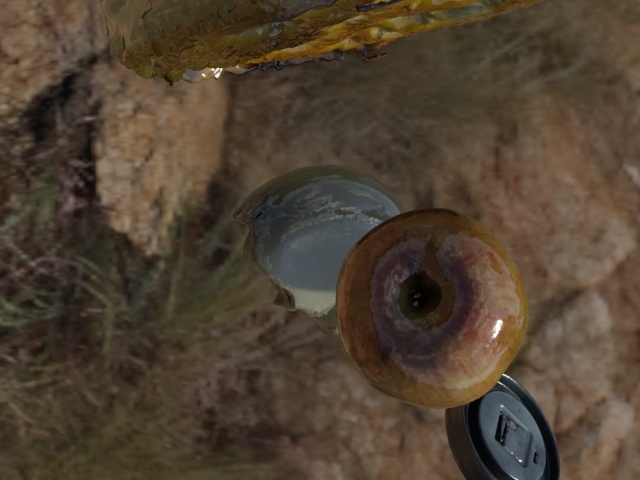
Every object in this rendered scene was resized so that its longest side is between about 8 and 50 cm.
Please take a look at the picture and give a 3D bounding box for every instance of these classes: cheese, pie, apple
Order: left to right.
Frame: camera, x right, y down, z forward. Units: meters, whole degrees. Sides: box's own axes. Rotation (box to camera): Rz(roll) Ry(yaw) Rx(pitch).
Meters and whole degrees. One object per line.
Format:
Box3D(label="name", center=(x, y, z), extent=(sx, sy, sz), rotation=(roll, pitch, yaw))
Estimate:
Box3D(label="cheese", center=(0.000, 0.000, 1.593), extent=(0.202, 0.091, 0.175), rotation=(29, 107, -38))
Box3D(label="pie", center=(0.017, -0.164, 0.949), extent=(0.315, 0.315, 0.092), rotation=(-10, 89, -34))
Box3D(label="apple", center=(0.046, 0.028, 0.621), extent=(0.071, 0.084, 0.084), rotation=(41, 65, -64))

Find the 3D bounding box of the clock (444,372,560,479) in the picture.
Box3D(label="clock", center=(0.228, 0.252, 1.904), extent=(0.184, 0.040, 0.184), rotation=(29, 44, -32))
